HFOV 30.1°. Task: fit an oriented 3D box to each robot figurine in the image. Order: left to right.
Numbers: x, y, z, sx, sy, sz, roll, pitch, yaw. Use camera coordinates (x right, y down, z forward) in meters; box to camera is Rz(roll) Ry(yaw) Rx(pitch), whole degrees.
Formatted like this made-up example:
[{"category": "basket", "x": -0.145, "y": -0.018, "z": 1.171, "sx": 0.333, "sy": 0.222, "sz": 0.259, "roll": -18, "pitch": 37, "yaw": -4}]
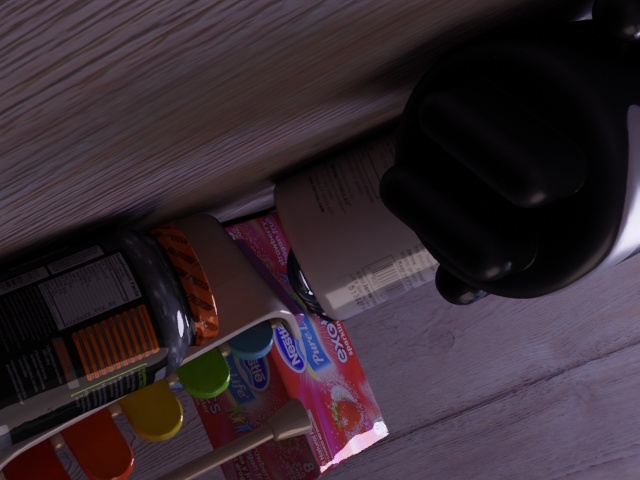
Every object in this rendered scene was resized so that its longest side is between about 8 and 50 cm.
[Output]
[{"category": "robot figurine", "x": 0.159, "y": -0.061, "z": 0.804, "sx": 0.209, "sy": 0.174, "sz": 0.278, "roll": -16, "pitch": -178, "yaw": 41}]

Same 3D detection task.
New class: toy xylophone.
[{"category": "toy xylophone", "x": -0.151, "y": 0.108, "z": 0.926, "sx": 0.322, "sy": 0.236, "sz": 0.081, "roll": -20, "pitch": 149, "yaw": -19}]

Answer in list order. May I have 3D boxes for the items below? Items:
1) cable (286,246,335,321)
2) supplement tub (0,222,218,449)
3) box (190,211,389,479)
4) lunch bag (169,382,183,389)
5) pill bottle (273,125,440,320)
[{"category": "cable", "x": 0.035, "y": -0.015, "z": 1.138, "sx": 0.184, "sy": 0.047, "sz": 0.150, "roll": -50, "pitch": 140, "yaw": -10}, {"category": "supplement tub", "x": -0.176, "y": 0.063, "z": 0.833, "sx": 0.190, "sy": 0.117, "sz": 0.117, "roll": -22, "pitch": 176, "yaw": -21}, {"category": "box", "x": -0.055, "y": 0.111, "z": 1.187, "sx": 0.122, "sy": 0.257, "sz": 0.128, "roll": -25, "pitch": 176, "yaw": 37}, {"category": "lunch bag", "x": -0.251, "y": 0.128, "z": 1.354, "sx": 0.293, "sy": 0.138, "sz": 0.221, "roll": -14, "pitch": 177, "yaw": -10}, {"category": "pill bottle", "x": 0.088, "y": -0.035, "z": 0.997, "sx": 0.229, "sy": 0.131, "sz": 0.131, "roll": -24, "pitch": 176, "yaw": 5}]
